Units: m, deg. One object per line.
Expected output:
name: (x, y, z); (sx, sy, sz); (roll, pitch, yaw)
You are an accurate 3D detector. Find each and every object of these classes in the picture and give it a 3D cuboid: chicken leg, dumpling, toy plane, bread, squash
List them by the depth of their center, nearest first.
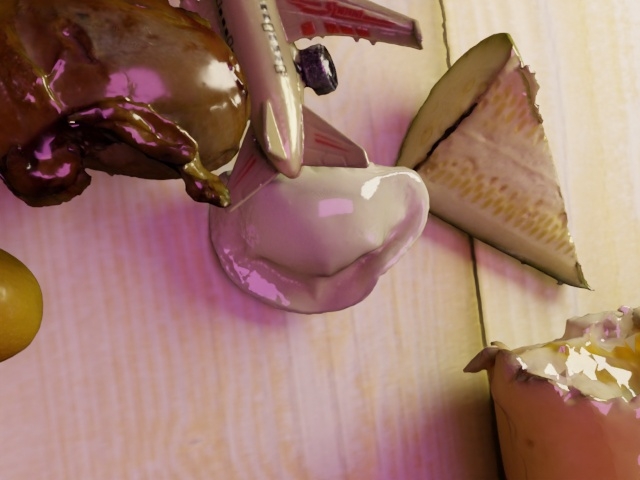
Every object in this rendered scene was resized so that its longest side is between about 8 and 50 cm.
chicken leg: (-0.226, -0.105, 0.498); (0.362, 0.211, 0.140); (1, 122, -1)
toy plane: (-0.049, -0.158, 0.596); (0.242, 0.104, 0.256); (-17, 69, 15)
dumpling: (0.002, 0.000, 0.639); (0.170, 0.100, 0.133); (-7, 103, -25)
bread: (0.309, 0.236, 0.701); (0.361, 0.250, 0.393); (-10, 95, -24)
squash: (0.213, -0.072, 0.739); (0.252, 0.093, 0.169); (26, 121, -22)

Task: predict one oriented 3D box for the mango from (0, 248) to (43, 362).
mango: (-0.296, 0.042, 0.470); (0.238, 0.137, 0.091); (0, 69, -6)
